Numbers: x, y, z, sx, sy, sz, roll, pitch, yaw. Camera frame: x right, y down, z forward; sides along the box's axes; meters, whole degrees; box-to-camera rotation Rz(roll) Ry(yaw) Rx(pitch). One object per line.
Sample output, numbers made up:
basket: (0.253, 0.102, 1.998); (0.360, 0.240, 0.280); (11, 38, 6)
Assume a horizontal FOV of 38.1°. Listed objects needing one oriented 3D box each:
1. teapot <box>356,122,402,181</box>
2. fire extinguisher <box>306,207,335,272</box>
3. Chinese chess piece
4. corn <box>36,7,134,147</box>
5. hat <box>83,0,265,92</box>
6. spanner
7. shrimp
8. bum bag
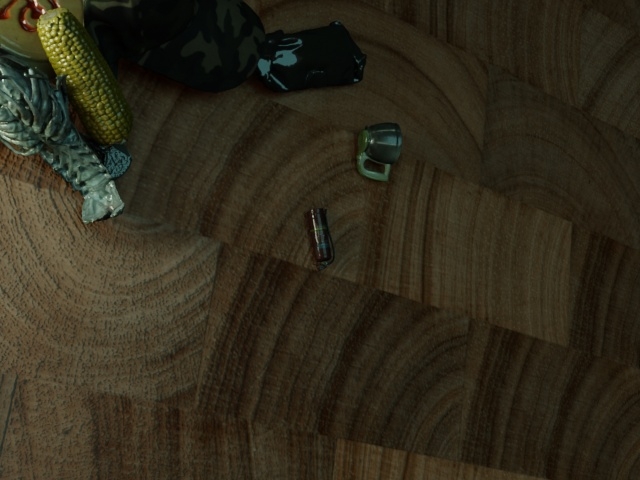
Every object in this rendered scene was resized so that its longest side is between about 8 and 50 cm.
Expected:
teapot: (0.127, -0.203, 2.052); (0.090, 0.092, 0.124); (4, 70, -17)
fire extinguisher: (0.000, 0.000, 1.949); (0.056, 0.039, 0.132); (-8, 84, -27)
Chinese chess piece: (-0.523, -0.406, 1.640); (0.250, 0.097, 0.251); (9, 74, -33)
corn: (-0.406, -0.279, 1.608); (0.091, 0.091, 0.260); (-47, 135, -27)
hat: (-0.251, -0.461, 1.730); (0.381, 0.257, 0.366); (13, 72, -21)
spanner: (-0.394, -0.268, 1.742); (0.093, 0.026, 0.326); (8, 74, -34)
shrimp: (-0.487, -0.194, 1.577); (0.410, 0.221, 0.166); (49, 19, -41)
bum bag: (-0.033, -0.395, 1.993); (0.326, 0.079, 0.142); (-14, 95, -39)
